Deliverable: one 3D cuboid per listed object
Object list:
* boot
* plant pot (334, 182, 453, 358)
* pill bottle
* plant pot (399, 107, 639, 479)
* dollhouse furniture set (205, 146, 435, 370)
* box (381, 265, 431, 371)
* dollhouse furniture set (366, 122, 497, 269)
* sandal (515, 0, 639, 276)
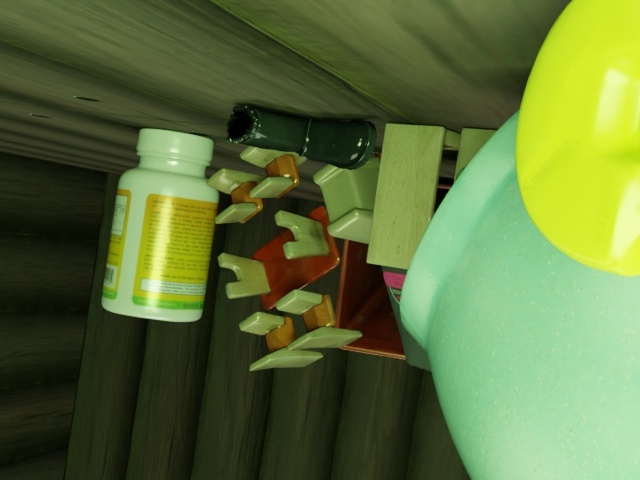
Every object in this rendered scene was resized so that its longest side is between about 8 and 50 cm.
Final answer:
[{"bbox_3d":[-0.020,-0.094,0.854,0.099,0.045,0.121,12,179,-29],"label":"boot"},{"bbox_3d":[0.184,0.029,1.513,0.267,0.267,0.236,9,-168,10],"label":"plant pot"},{"bbox_3d":[-0.210,-0.021,1.308,0.137,0.245,0.136,9,-179,0],"label":"pill bottle"},{"bbox_3d":[0.168,0.036,0.513,0.196,0.293,0.293,38,-166,25],"label":"plant pot"},{"bbox_3d":[0.000,0.000,1.196,0.135,0.261,0.259,5,151,-43],"label":"dollhouse furniture set"},{"bbox_3d":[0.229,0.040,1.085,0.271,0.143,0.165,-20,-169,-24],"label":"box"},{"bbox_3d":[0.149,-0.027,0.863,0.144,0.123,0.151,9,-179,37],"label":"dollhouse furniture set"},{"bbox_3d":[0.208,-0.023,0.249,0.138,0.126,0.317,4,-169,-35],"label":"sandal"}]
